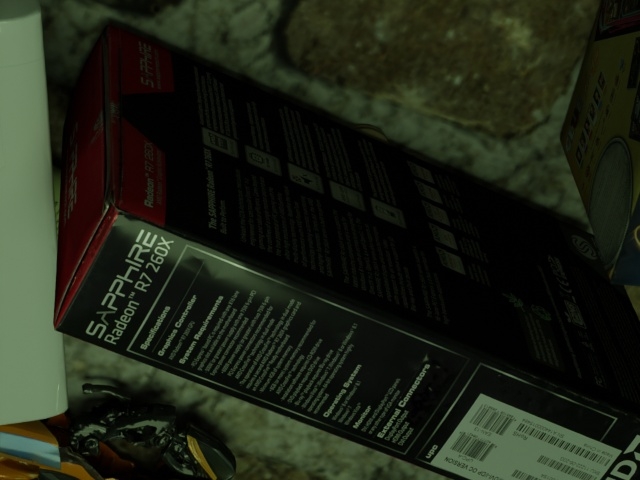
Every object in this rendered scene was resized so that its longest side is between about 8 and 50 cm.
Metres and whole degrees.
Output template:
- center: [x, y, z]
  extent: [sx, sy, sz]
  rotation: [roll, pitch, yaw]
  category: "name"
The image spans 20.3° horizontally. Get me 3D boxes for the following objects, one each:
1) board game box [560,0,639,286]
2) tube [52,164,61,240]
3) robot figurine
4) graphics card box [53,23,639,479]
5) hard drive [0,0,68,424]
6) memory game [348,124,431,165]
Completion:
- center: [0.205, -0.118, 1.049]
  extent: [0.042, 0.165, 0.243]
  rotation: [6, 124, -9]
  category: "board game box"
- center: [-0.211, -0.032, 1.141]
  extent: [0.240, 0.062, 0.070]
  rotation: [32, 160, -29]
  category: "tube"
- center: [-0.205, 0.193, 1.272]
  extent: [0.291, 0.085, 0.211]
  rotation: [15, 122, -14]
  category: "robot figurine"
- center: [0.024, 0.022, 1.071]
  extent: [0.371, 0.233, 0.094]
  rotation: [21, 116, -19]
  category: "graphics card box"
- center: [-0.261, -0.002, 1.044]
  extent: [0.210, 0.040, 0.318]
  rotation: [-7, 134, -12]
  category: "hard drive"
- center: [0.000, 0.000, 1.203]
  extent: [0.186, 0.012, 0.186]
  rotation: [-2, 124, -4]
  category: "memory game"
